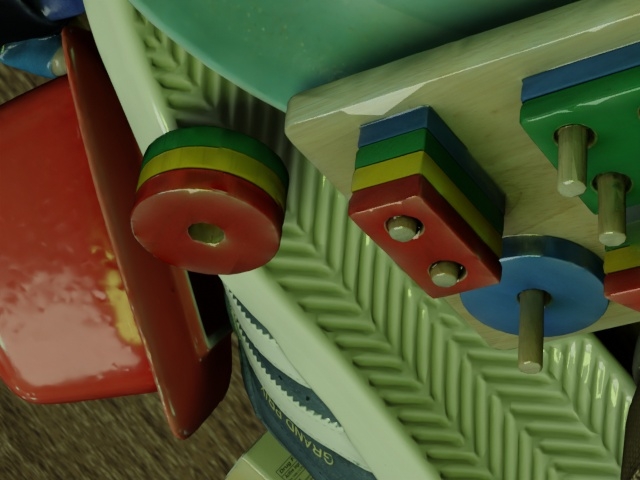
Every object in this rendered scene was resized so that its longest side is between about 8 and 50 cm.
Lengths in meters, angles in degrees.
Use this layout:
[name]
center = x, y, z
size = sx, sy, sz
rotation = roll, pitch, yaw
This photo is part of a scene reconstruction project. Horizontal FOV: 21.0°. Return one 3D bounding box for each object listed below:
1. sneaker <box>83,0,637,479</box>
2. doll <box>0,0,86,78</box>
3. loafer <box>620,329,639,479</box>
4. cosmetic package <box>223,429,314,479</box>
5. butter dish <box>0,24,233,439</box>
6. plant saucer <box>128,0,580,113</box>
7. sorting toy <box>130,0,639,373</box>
[sneaker]
center = 0.000, 0.000, 0.650
size = 0.350, 0.131, 0.148
rotation = 62, 156, -12
[doll]
center = -0.137, -0.122, 0.732
size = 0.129, 0.046, 0.189
rotation = 52, 151, -11
[loafer]
center = 0.229, 0.090, 0.469
size = 0.134, 0.130, 0.366
rotation = 39, 156, -29
[cosmetic package]
center = 0.016, 0.129, 0.816
size = 0.115, 0.060, 0.041
rotation = 43, 146, 6
[butter dish]
center = -0.107, 0.005, 0.689
size = 0.160, 0.118, 0.160
rotation = -41, -64, -84
[plant saucer]
center = 0.080, -0.119, 0.404
size = 0.317, 0.044, 0.317
rotation = 6, 145, 4
[sorting toy]
center = 0.085, -0.006, 0.489
size = 0.274, 0.046, 0.132
rotation = -15, 139, 30
